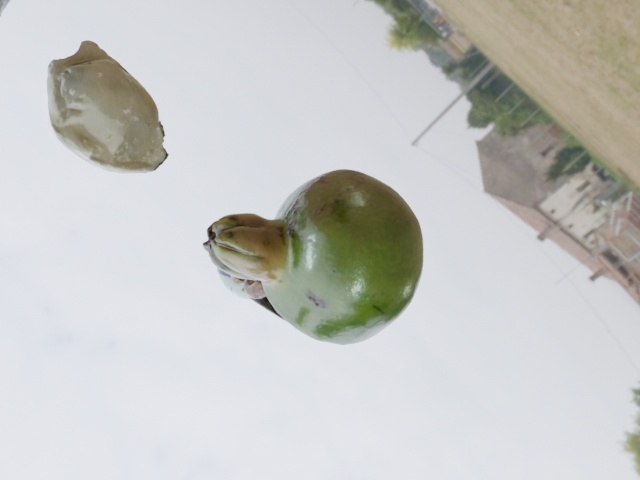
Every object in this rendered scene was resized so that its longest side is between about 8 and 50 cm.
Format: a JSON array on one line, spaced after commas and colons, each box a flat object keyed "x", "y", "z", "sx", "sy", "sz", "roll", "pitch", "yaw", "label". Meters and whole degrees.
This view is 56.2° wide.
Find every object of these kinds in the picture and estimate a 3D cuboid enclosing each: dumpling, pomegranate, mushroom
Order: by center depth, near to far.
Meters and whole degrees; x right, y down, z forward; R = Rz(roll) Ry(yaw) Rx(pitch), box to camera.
[{"x": 0.007, "y": -0.006, "z": 0.683, "sx": 0.241, "sy": 0.159, "sz": 0.190, "roll": 24, "pitch": -144, "yaw": 1, "label": "pomegranate"}, {"x": -0.298, "y": -0.174, "z": 0.818, "sx": 0.199, "sy": 0.136, "sz": 0.118, "roll": 61, "pitch": 162, "yaw": -1, "label": "dumpling"}, {"x": -0.116, "y": 0.069, "z": 1.084, "sx": 0.072, "sy": 0.088, "sz": 0.129, "roll": 55, "pitch": -154, "yaw": 4, "label": "mushroom"}]

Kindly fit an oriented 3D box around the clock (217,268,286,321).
[{"x": -0.109, "y": 0.076, "z": 1.261, "sx": 0.243, "sy": 0.146, "sz": 0.200, "roll": 31, "pitch": 179, "yaw": 33, "label": "clock"}]

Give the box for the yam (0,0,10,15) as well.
[{"x": -0.471, "y": -0.277, "z": 0.694, "sx": 0.161, "sy": 0.161, "sz": 0.268, "roll": 32, "pitch": -130, "yaw": -29, "label": "yam"}]
